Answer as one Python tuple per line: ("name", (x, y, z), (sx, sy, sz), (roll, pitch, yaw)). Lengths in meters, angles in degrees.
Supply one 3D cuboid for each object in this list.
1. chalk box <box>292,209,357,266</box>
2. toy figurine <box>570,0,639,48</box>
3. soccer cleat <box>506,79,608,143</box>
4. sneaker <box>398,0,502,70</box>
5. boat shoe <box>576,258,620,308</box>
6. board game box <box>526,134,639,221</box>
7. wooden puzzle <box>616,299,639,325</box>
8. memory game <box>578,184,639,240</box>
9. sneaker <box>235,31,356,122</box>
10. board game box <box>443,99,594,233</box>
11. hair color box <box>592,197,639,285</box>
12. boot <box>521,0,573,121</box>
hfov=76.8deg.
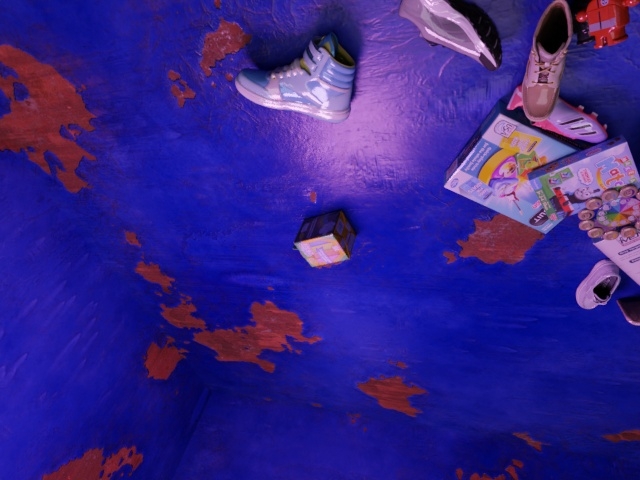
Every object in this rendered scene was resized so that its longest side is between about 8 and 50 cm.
("chalk box", (0.000, 0.000, 1.449), (0.212, 0.133, 0.132), (-13, 128, 32))
("toy figurine", (0.567, -0.457, 0.721), (0.209, 0.213, 0.148), (-12, 112, 26))
("soccer cleat", (0.564, -0.292, 0.963), (0.247, 0.083, 0.095), (33, 108, -7))
("sneaker", (0.294, -0.471, 0.899), (0.271, 0.100, 0.108), (36, 145, -8))
("boat shoe", (0.899, 0.162, 1.309), (0.079, 0.081, 0.228), (7, 135, 14))
("board game box", (0.655, -0.146, 1.003), (0.211, 0.039, 0.160), (-25, 123, 34))
("wooden puzzle", (1.058, 0.217, 1.222), (0.238, 0.220, 0.045), (-8, 94, 30))
("memory game", (0.757, -0.066, 1.020), (0.185, 0.012, 0.186), (8, 137, 8))
("sneaker", (-0.057, -0.442, 1.032), (0.318, 0.127, 0.208), (12, 139, -5))
("board game box", (0.550, -0.186, 1.091), (0.335, 0.079, 0.254), (24, 137, -3))
("hair color box", (0.952, 0.033, 1.140), (0.347, 0.105, 0.174), (35, 135, -15))
("boot", (0.464, -0.359, 0.830), (0.077, 0.165, 0.214), (9, 106, 23))
